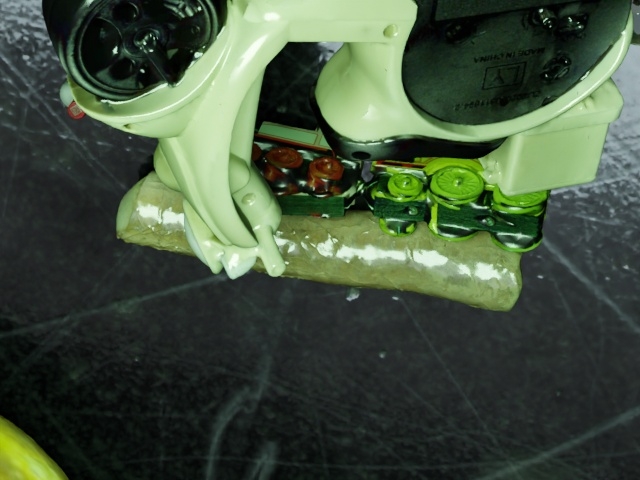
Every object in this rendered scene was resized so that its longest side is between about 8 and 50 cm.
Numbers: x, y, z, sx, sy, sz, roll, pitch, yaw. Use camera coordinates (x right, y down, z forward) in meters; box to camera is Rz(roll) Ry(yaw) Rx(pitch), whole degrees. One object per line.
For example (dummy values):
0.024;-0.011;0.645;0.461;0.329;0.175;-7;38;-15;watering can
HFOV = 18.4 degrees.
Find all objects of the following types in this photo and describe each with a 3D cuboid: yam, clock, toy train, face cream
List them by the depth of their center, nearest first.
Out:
0.017;-0.103;1.263;0.379;0.120;0.276;-11;137;-13;clock
-0.165;-0.106;1.417;0.040;0.083;0.021;12;113;2;face cream
0.042;-0.043;1.421;0.250;0.085;0.053;8;130;4;toy train
0.000;0.000;1.454;0.300;0.066;0.066;8;113;3;yam

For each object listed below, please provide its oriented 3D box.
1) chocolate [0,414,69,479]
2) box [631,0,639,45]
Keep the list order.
-0.310;0.180;1.511;0.445;0.162;0.162;34;112;-9;chocolate
0.211;-0.224;1.346;0.325;0.047;0.180;8;114;3;box
